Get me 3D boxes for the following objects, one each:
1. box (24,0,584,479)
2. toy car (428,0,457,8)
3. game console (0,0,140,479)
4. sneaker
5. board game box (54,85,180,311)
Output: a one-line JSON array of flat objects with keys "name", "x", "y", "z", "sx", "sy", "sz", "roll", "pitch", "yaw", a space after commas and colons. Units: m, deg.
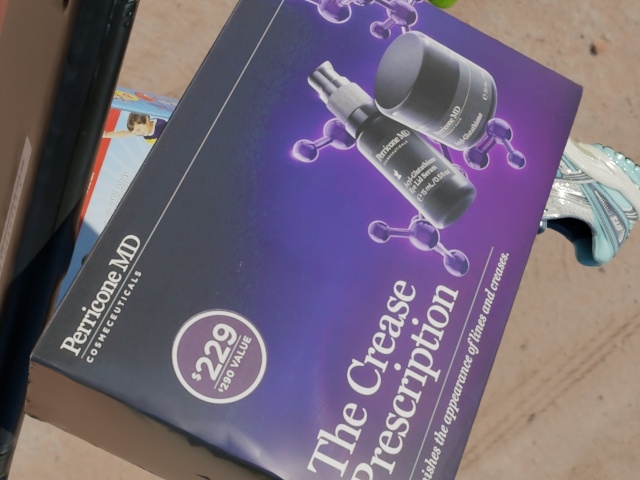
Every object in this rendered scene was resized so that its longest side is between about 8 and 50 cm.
[{"name": "box", "x": 0.000, "y": 0.000, "z": 0.488, "sx": 0.184, "sy": 0.261, "sz": 0.103, "roll": 26, "pitch": 152, "yaw": -3}, {"name": "toy car", "x": 0.107, "y": -0.362, "z": 1.103, "sx": 0.188, "sy": 0.149, "sz": 0.155, "roll": -4, "pitch": 158, "yaw": -31}, {"name": "game console", "x": -0.198, "y": -0.074, "z": 0.639, "sx": 0.060, "sy": 0.342, "sz": 0.386, "roll": 6, "pitch": 117, "yaw": -31}, {"name": "sneaker", "x": 0.206, "y": -0.069, "z": 0.999, "sx": 0.283, "sy": 0.110, "sz": 0.122, "roll": 28, "pitch": 80, "yaw": -8}, {"name": "board game box", "x": -0.251, "y": -0.016, "z": 1.071, "sx": 0.302, "sy": 0.086, "sz": 0.308, "roll": 7, "pitch": 113, "yaw": -45}]
